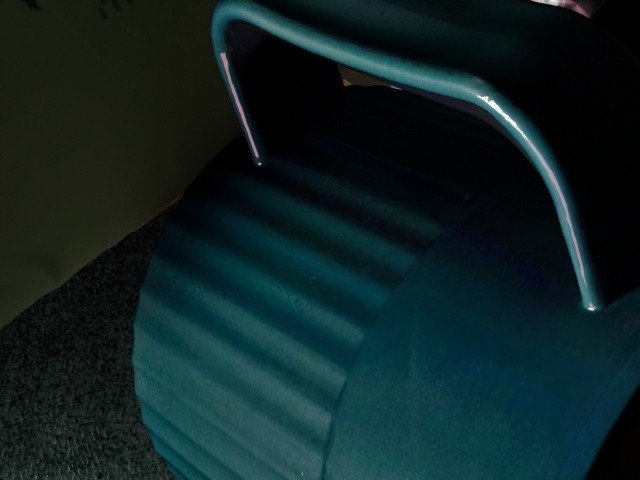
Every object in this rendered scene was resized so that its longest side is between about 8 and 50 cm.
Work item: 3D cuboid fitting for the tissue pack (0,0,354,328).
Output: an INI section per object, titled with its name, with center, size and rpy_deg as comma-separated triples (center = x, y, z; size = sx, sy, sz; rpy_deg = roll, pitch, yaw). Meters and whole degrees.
[tissue pack]
center = -0.204, -0.173, 0.829
size = 0.205, 0.332, 0.405
rpy_deg = -14, 110, 54

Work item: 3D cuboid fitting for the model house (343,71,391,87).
[model house]
center = -0.004, -0.172, 1.033
size = 0.149, 0.100, 0.127
rpy_deg = 43, 173, 35

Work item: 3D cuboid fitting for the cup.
[cup]
center = 0.065, 0.058, 0.732
size = 0.308, 0.242, 0.292
rpy_deg = 35, 175, -40

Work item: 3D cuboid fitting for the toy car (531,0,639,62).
[toy car]
center = 0.102, -0.114, 0.778
size = 0.108, 0.089, 0.210
rpy_deg = 44, 174, 9

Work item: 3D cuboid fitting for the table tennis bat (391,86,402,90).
[table tennis bat]
center = 0.009, -0.157, 1.289
size = 0.329, 0.044, 0.215
rpy_deg = 45, 175, -12
